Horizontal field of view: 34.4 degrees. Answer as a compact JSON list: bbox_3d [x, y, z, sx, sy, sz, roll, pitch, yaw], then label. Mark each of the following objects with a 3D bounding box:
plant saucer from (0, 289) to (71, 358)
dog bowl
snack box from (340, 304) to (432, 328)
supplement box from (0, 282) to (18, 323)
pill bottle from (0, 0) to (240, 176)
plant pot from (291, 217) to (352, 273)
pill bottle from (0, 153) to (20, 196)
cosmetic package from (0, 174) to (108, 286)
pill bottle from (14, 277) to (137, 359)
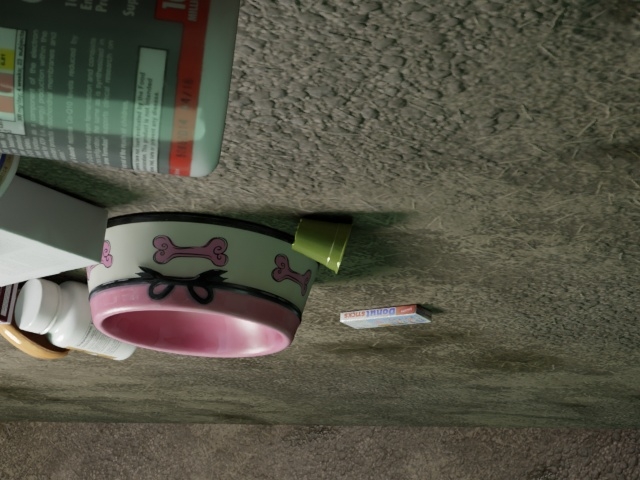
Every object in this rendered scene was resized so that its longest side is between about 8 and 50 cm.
[{"bbox_3d":[-0.582,0.167,2.043,0.200,0.037,0.200,41,-173,-6],"label":"plant saucer"},{"bbox_3d":[-0.209,0.092,1.772,0.408,0.150,0.408,4,161,2],"label":"dog bowl"},{"bbox_3d":[0.130,0.154,2.072,0.178,0.022,0.064,-9,156,34],"label":"snack box"},{"bbox_3d":[-0.626,0.055,1.779,0.073,0.130,0.239,-3,159,22],"label":"supplement box"},{"bbox_3d":[-0.258,-0.178,0.897,0.363,0.210,0.210,7,161,-8],"label":"pill bottle"},{"bbox_3d":[0.000,0.000,1.584,0.079,0.083,0.083,18,161,0],"label":"plant pot"},{"bbox_3d":[-0.476,-0.135,1.158,0.153,0.153,0.265,-4,160,23],"label":"pill bottle"},{"bbox_3d":[-0.558,-0.037,1.549,0.284,0.097,0.377,-14,154,39],"label":"cosmetic package"},{"bbox_3d":[-0.471,0.150,2.022,0.229,0.131,0.131,21,155,-40],"label":"pill bottle"}]
